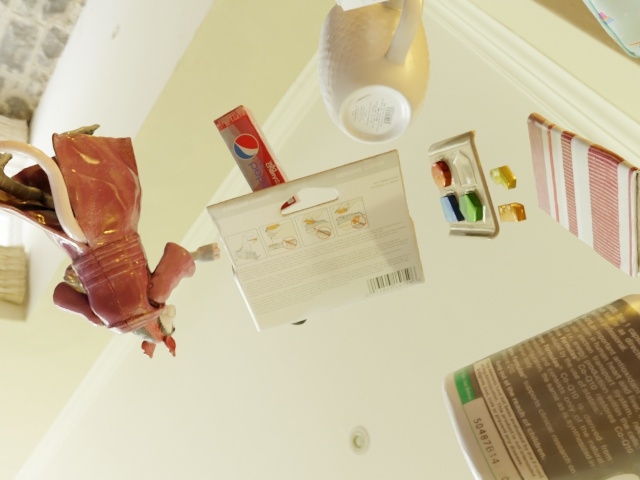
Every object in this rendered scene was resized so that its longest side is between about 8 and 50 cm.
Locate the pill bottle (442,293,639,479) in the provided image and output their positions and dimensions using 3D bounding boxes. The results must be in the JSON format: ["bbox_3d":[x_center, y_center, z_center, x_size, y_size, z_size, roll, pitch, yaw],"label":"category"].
[{"bbox_3d":[0.355,0.191,0.634,0.361,0.204,0.204,-29,-126,14],"label":"pill bottle"}]

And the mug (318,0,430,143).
[{"bbox_3d":[0.144,-0.432,1.225,0.374,0.277,0.327,116,-18,-48],"label":"mug"}]

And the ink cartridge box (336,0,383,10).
[{"bbox_3d":[0.153,-0.490,0.739,0.307,0.131,0.225,-4,-106,22],"label":"ink cartridge box"}]

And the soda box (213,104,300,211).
[{"bbox_3d":[-0.148,-0.188,1.242,0.084,0.092,0.263,-28,-86,8],"label":"soda box"}]

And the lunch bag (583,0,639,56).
[{"bbox_3d":[0.524,-0.441,0.803,0.224,0.279,0.107,-37,-147,36],"label":"lunch bag"}]

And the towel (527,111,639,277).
[{"bbox_3d":[0.515,-0.101,1.014,0.037,0.237,0.329,-22,-150,1],"label":"towel"}]

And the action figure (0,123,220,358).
[{"bbox_3d":[-0.298,0.015,0.750,0.248,0.370,0.276,-26,-172,-4],"label":"action figure"}]

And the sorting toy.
[{"bbox_3d":[0.312,-0.111,1.091,0.307,0.041,0.228,-170,-115,-78],"label":"sorting toy"}]

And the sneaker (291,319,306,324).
[{"bbox_3d":[-0.028,0.083,1.062,0.269,0.153,0.101,-17,-149,21],"label":"sneaker"}]

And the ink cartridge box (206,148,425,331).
[{"bbox_3d":[0.000,0.000,0.768,0.275,0.238,0.060,-17,-149,1],"label":"ink cartridge box"}]
